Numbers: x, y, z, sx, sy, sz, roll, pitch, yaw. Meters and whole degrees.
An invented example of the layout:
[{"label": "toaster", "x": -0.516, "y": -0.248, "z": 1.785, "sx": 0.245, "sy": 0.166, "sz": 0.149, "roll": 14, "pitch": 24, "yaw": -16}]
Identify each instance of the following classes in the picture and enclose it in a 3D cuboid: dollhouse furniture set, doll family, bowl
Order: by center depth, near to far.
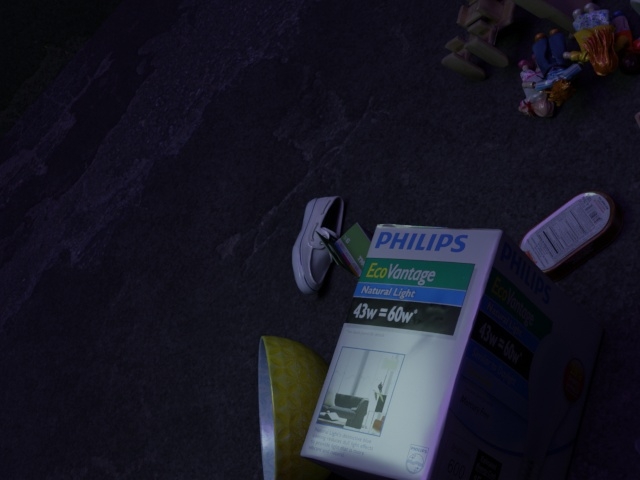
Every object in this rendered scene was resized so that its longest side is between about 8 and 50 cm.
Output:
[{"label": "bowl", "x": -0.019, "y": 0.305, "z": 1.737, "sx": 0.156, "sy": 0.289, "sz": 0.289, "roll": -1, "pitch": 50, "yaw": -8}, {"label": "doll family", "x": 0.446, "y": -0.320, "z": 1.790, "sx": 0.263, "sy": 0.118, "sz": 0.163, "roll": -27, "pitch": 48, "yaw": 27}, {"label": "dollhouse furniture set", "x": 0.382, "y": -0.435, "z": 1.950, "sx": 0.242, "sy": 0.161, "sz": 0.212, "roll": -26, "pitch": 43, "yaw": 58}]

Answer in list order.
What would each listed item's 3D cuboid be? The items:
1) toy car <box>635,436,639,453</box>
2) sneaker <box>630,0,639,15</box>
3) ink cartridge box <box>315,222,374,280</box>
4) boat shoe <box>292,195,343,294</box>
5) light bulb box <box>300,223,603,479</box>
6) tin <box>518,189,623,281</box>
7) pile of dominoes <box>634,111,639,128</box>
[{"label": "toy car", "x": 0.474, "y": 0.313, "z": 1.325, "sx": 0.155, "sy": 0.149, "sz": 0.188, "roll": -35, "pitch": 32, "yaw": 30}, {"label": "sneaker", "x": 0.641, "y": -0.413, "z": 1.654, "sx": 0.147, "sy": 0.105, "sz": 0.295, "roll": -50, "pitch": 25, "yaw": 7}, {"label": "ink cartridge box", "x": 0.093, "y": 0.038, "z": 1.800, "sx": 0.062, "sy": 0.209, "sz": 0.109, "roll": -44, "pitch": 42, "yaw": 11}, {"label": "boat shoe", "x": 0.000, "y": 0.000, "z": 2.008, "sx": 0.076, "sy": 0.083, "sz": 0.226, "roll": -20, "pitch": 50, "yaw": 34}, {"label": "light bulb box", "x": 0.206, "y": 0.212, "z": 1.464, "sx": 0.225, "sy": 0.358, "sz": 0.361, "roll": 3, "pitch": 66, "yaw": 42}, {"label": "tin", "x": 0.411, "y": -0.008, "z": 1.673, "sx": 0.190, "sy": 0.040, "sz": 0.106, "roll": -39, "pitch": 39, "yaw": 16}, {"label": "pile of dominoes", "x": 0.631, "y": -0.244, "z": 1.627, "sx": 0.251, "sy": 0.040, "sz": 0.196, "roll": -49, "pitch": 41, "yaw": 4}]
